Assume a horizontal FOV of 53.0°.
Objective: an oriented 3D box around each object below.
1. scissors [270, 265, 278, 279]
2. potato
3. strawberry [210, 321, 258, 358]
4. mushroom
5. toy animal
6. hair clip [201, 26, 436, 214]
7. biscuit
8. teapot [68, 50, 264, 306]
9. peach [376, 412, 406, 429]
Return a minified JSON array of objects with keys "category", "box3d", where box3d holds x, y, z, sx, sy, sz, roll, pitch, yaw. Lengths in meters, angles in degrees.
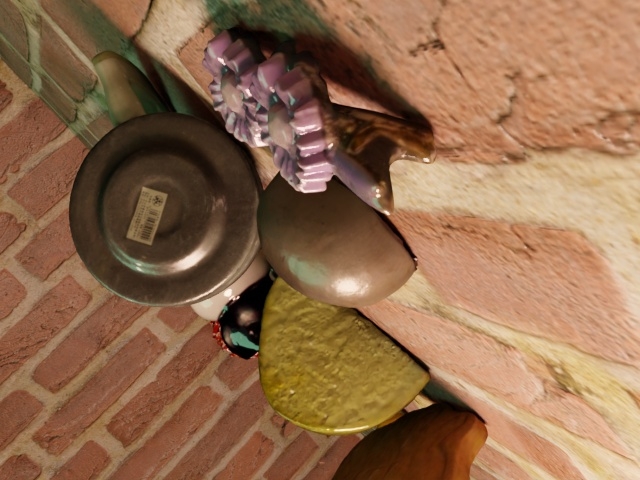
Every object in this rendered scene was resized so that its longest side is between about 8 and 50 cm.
[{"category":"scissors","box3d":[-0.016,0.148,1.357,0.300,0.022,0.109,44,163,4]},{"category":"potato","box3d":[0.013,0.242,1.139,0.330,0.213,0.280,40,166,28]},{"category":"strawberry","box3d":[-0.160,0.161,1.599,0.234,0.233,0.178,39,138,23]},{"category":"mushroom","box3d":[0.000,0.000,0.681,0.188,0.117,0.141,42,156,31]},{"category":"toy animal","box3d":[-0.165,0.107,1.300,0.235,0.187,0.165,47,-171,6]},{"category":"hair clip","box3d":[-0.027,-0.108,0.504,0.292,0.084,0.106,38,148,46]},{"category":"biscuit","box3d":[0.093,0.402,1.023,0.062,0.365,0.385,47,140,-3]},{"category":"teapot","box3d":[-0.214,-0.057,0.880,0.321,0.240,0.239,38,180,6]},{"category":"peach","box3d":[0.210,0.487,1.530,0.179,0.103,0.179,46,171,9]}]
